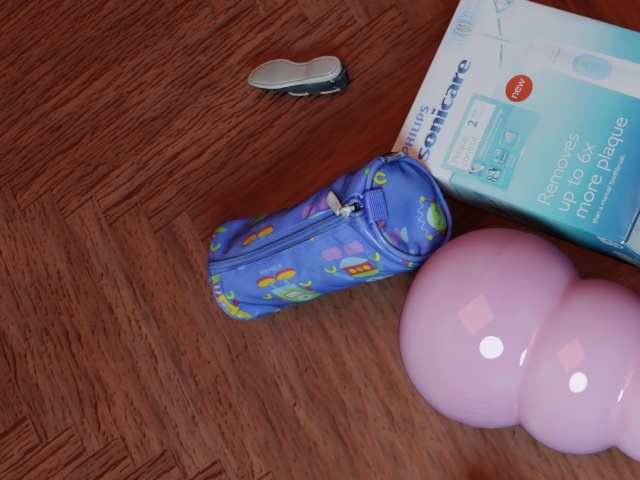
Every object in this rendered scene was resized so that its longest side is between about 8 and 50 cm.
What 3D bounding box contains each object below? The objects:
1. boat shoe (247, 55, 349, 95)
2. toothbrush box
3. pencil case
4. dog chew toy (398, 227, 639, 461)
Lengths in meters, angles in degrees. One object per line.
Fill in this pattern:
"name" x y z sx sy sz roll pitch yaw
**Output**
"boat shoe" -0.026 -0.191 2.111 0.125 0.038 0.046 -6 52 26
"toothbrush box" 0.255 -0.121 1.883 0.295 0.126 0.216 23 85 34
"pencil case" 0.000 0.000 1.925 0.306 0.133 0.119 -21 68 46
"dog chew toy" 0.246 0.119 1.772 0.332 0.206 0.207 24 86 24
